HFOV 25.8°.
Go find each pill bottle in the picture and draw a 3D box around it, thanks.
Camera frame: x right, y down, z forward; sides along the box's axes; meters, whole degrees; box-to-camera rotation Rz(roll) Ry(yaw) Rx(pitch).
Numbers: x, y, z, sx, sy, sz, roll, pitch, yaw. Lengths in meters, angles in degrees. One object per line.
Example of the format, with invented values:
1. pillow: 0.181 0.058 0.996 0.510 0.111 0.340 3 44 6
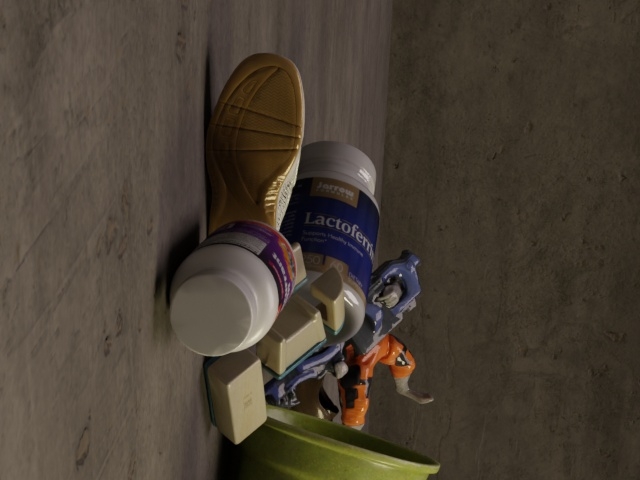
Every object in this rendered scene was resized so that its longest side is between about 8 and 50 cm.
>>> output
1. pill bottle: 0.000 0.000 1.911 0.153 0.153 0.265 87 10 -50
2. pill bottle: -0.089 0.049 1.386 0.193 0.108 0.108 -58 152 -75

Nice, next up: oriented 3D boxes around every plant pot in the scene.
1. plant pot: -0.013 0.365 1.786 0.276 0.276 0.254 40 67 -82

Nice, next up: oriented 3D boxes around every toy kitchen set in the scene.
1. toy kitchen set: -0.085 0.104 1.672 0.207 0.166 0.122 -37 146 -28

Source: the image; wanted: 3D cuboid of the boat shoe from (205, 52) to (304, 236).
1. boat shoe: -0.071 -0.087 1.507 0.096 0.098 0.277 -74 177 -59

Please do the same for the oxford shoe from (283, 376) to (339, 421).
1. oxford shoe: -0.022 0.292 2.218 0.083 0.096 0.227 -68 164 -73

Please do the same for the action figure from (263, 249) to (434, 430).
1. action figure: 0.014 0.171 2.089 0.341 0.178 0.330 -33 111 -31
